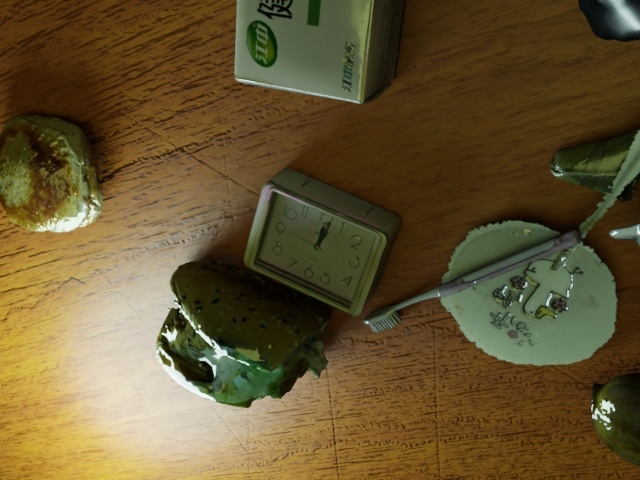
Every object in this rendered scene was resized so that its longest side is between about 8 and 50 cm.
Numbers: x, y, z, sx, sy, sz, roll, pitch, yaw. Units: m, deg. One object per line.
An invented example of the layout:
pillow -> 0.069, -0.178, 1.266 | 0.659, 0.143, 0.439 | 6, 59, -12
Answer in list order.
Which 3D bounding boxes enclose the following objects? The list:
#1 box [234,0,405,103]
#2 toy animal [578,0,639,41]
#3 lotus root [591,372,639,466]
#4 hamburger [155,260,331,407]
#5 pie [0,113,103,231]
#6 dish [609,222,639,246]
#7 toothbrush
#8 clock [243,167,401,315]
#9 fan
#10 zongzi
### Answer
box -> 0.009, -0.334, 0.949 | 0.173, 0.145, 0.333 | 15, 117, 18
toy animal -> 0.337, -0.336, 0.788 | 0.213, 0.212, 0.266 | -13, 103, 26
lotus root -> 0.468, 0.236, 1.022 | 0.241, 0.123, 0.124 | 6, 105, 17
hamburger -> -0.129, 0.144, 1.196 | 0.288, 0.192, 0.167 | 21, 109, 12
pie -> -0.428, -0.102, 1.261 | 0.205, 0.084, 0.179 | 17, 117, 18
dish -> 0.446, 0.022, 0.879 | 0.236, 0.228, 0.086 | 3, 79, -14
toothbrush -> 0.194, 0.061, 1.087 | 0.354, 0.024, 0.029 | -28, 110, 38
clock -> 0.000, 0.000, 1.138 | 0.192, 0.071, 0.147 | 25, 119, 11
fan -> 0.309, 0.018, 1.022 | 0.233, 0.012, 0.414 | 33, 130, 5
zongzi -> 0.338, -0.112, 0.958 | 0.104, 0.052, 0.113 | 19, 125, 9
